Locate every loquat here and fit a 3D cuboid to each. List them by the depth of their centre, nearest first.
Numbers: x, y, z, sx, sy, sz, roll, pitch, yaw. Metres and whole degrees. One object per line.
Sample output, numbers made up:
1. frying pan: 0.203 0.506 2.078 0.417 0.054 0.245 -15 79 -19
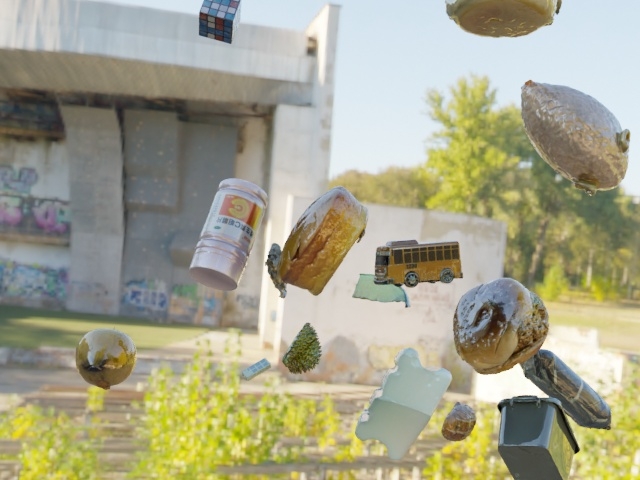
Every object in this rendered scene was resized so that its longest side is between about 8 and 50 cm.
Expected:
1. loquat: -0.530 0.287 1.968 0.163 0.163 0.137 5 -20 30

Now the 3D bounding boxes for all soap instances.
1. soap: 0.141 0.278 1.378 0.095 0.173 0.289 31 -5 8

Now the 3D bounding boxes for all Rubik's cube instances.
1. Rubik's cube: -0.262 -0.586 2.083 0.092 0.092 0.092 14 -27 -1

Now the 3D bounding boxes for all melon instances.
1. melon: 0.178 0.151 2.332 0.114 0.053 0.262 -31 24 -24

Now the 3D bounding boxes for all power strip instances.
1. power strip: -0.185 0.373 2.309 0.090 0.016 0.040 -29 33 -17

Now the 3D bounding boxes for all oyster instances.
1. oyster: -0.103 0.075 2.025 0.051 0.148 0.103 -20 -7 7

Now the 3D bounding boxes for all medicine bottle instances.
1. medicine bottle: -0.222 -0.015 1.931 0.133 0.249 0.133 15 -25 7

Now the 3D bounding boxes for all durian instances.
1. durian: -0.038 0.301 2.179 0.095 0.137 0.220 33 -2 1

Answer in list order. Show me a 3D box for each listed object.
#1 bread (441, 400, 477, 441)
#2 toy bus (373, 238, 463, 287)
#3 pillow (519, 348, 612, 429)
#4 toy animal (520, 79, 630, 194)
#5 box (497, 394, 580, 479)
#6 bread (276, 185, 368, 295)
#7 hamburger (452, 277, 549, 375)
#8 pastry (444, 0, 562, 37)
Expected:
1. bread: 0.375 0.490 2.138 0.076 0.105 0.233 26 -3 15
2. toy bus: 0.231 0.053 1.913 0.201 0.114 0.098 -4 0 -18
3. pillow: 0.670 0.409 2.169 0.335 0.092 0.161 41 -14 -8
4. toy animal: 0.607 -0.247 1.885 0.358 0.188 0.226 38 12 -17
5. box: 0.528 0.504 1.956 0.163 0.135 0.243 -7 -50 31
6. bread: 0.000 0.000 1.879 0.143 0.269 0.195 30 14 -7
7. hamburger: 0.435 0.212 1.950 0.146 0.243 0.286 35 -3 -26
8. pastry: 0.415 -0.556 1.821 0.265 0.133 0.265 0 -14 0
